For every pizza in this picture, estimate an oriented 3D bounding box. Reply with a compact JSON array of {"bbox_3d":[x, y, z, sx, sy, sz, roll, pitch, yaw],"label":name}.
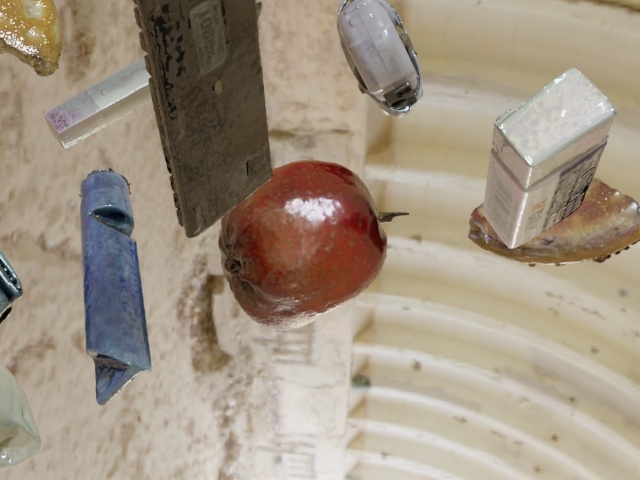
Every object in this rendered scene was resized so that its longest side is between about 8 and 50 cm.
[{"bbox_3d":[-0.477,-0.329,1.308,0.062,0.161,0.182,-41,-111,46],"label":"pizza"},{"bbox_3d":[0.393,-0.025,1.399,0.085,0.305,0.161,54,44,-44],"label":"pizza"}]

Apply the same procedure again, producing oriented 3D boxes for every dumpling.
[{"bbox_3d":[-0.530,0.259,1.283,0.229,0.151,0.124,51,1,7],"label":"dumpling"}]

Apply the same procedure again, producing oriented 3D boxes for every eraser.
[{"bbox_3d":[0.284,-0.093,1.084,0.086,0.130,0.287,54,-4,20],"label":"eraser"}]

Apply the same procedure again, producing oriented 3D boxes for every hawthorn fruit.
[{"bbox_3d":[0.000,0.000,1.292,0.254,0.300,0.254,169,-90,-72],"label":"hawthorn fruit"}]

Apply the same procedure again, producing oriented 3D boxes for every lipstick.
[{"bbox_3d":[-0.421,-0.306,1.774,0.066,0.317,0.068,51,-19,16],"label":"lipstick"}]

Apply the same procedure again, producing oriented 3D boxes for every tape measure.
[{"bbox_3d":[0.103,-0.321,1.464,0.236,0.120,0.197,60,10,-19],"label":"tape measure"}]

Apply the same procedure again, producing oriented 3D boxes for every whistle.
[{"bbox_3d":[-0.210,0.036,0.853,0.304,0.062,0.062,-111,-162,-49],"label":"whistle"}]

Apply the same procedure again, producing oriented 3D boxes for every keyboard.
[{"bbox_3d":[-0.078,-0.140,0.553,0.106,0.027,0.317,-43,148,-32],"label":"keyboard"}]

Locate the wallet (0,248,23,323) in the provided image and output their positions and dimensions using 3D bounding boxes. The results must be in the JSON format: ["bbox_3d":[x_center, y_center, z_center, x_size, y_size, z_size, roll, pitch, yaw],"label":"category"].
[{"bbox_3d":[-0.527,0.068,1.045,0.342,0.237,0.075,-39,174,31],"label":"wallet"}]
